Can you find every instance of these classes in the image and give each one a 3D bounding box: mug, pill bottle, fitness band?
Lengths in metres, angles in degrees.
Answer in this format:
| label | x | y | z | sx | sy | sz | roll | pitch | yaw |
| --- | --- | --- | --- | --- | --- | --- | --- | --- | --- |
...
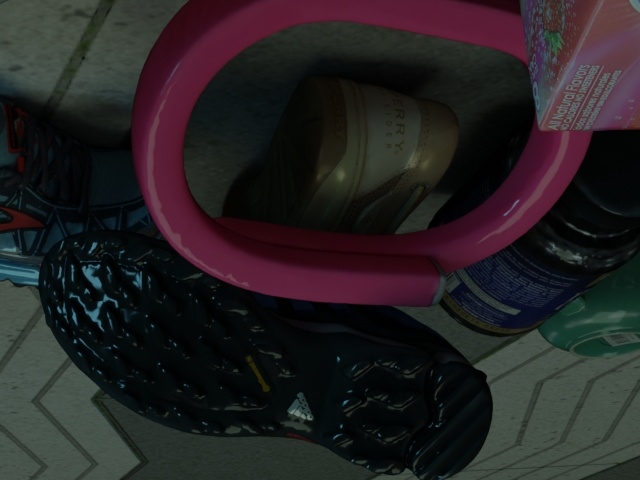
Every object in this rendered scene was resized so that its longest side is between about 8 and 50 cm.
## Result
| label | x | y | z | sx | sy | sz | roll | pitch | yaw |
| --- | --- | --- | --- | --- | --- | --- | --- | --- | --- |
| mug | 0.237 | 0.047 | 1.241 | 0.158 | 0.097 | 0.129 | 2 | 158 | -18 |
| pill bottle | 0.165 | -0.018 | 1.022 | 0.123 | 0.122 | 0.219 | 2 | 158 | -18 |
| fitness band | 0.029 | -0.060 | 0.835 | 0.291 | 0.054 | 0.209 | 6 | 122 | -26 |

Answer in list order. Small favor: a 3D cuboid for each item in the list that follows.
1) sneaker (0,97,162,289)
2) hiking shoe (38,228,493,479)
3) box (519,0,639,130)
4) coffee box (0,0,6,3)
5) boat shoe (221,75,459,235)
| label | x | y | z | sx | sy | sz | roll | pitch | yaw |
| --- | --- | --- | --- | --- | --- | --- | --- | --- | --- |
| sneaker | -0.202 | -0.035 | 0.913 | 0.262 | 0.104 | 0.125 | -6 | 146 | -31 |
| hiking shoe | -0.038 | 0.073 | 0.929 | 0.304 | 0.113 | 0.132 | 22 | -171 | 0 |
| box | 0.177 | -0.175 | 0.579 | 0.142 | 0.154 | 0.300 | -3 | 160 | -6 |
| coffee box | -0.115 | -0.186 | 0.552 | 0.247 | 0.098 | 0.141 | -17 | 156 | 28 |
| boat shoe | 0.000 | 0.000 | 1.030 | 0.110 | 0.121 | 0.341 | 2 | 156 | -17 |
